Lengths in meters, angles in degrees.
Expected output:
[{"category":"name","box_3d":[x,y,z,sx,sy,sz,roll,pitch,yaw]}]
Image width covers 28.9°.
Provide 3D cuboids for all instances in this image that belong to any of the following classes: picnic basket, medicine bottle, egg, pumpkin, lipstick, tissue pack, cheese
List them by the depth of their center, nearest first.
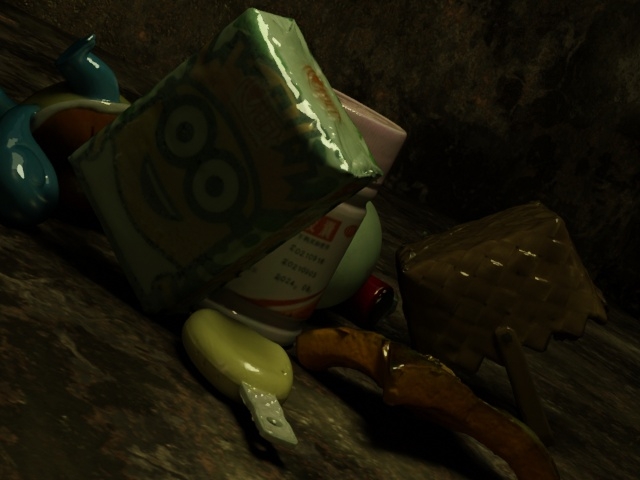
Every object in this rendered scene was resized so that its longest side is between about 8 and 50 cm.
[{"category":"cheese","box_3d":[-0.069,0.151,1.294,0.127,0.050,0.255,26,11,-24]},{"category":"tissue pack","box_3d":[-0.114,-0.084,1.428,0.228,0.311,0.128,61,24,12]},{"category":"pumpkin","box_3d":[0.137,0.197,1.507,0.290,0.095,0.258,34,-6,-24]},{"category":"medicine bottle","box_3d":[-0.048,-0.046,1.589,0.202,0.316,0.202,27,9,-4]},{"category":"picnic basket","box_3d":[0.270,0.125,1.808,0.254,0.291,0.321,-76,148,-82]},{"category":"egg","box_3d":[0.000,0.000,1.843,0.183,0.183,0.264,29,27,6]},{"category":"lipstick","box_3d":[0.008,0.049,1.980,0.241,0.080,0.080,33,10,28]}]

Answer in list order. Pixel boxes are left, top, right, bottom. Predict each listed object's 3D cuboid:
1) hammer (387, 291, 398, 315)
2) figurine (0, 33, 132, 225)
[{"category":"hammer","box_3d":[0.009,0.031,2.205,0.111,0.043,0.365,22,10,-33]},{"category":"figurine","box_3d":[-0.304,-0.133,1.648,0.416,0.298,0.243,3,60,-64]}]
